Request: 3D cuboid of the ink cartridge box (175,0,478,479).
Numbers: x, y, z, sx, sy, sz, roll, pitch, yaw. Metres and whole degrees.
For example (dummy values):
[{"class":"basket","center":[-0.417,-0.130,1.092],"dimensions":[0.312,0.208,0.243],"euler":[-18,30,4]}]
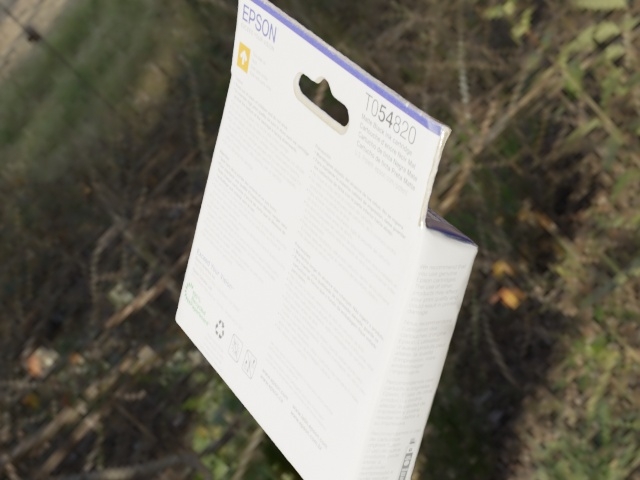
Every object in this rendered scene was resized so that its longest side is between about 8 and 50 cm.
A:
[{"class":"ink cartridge box","center":[0.000,0.000,0.789],"dimensions":[0.223,0.045,0.224],"euler":[44,128,50]}]
